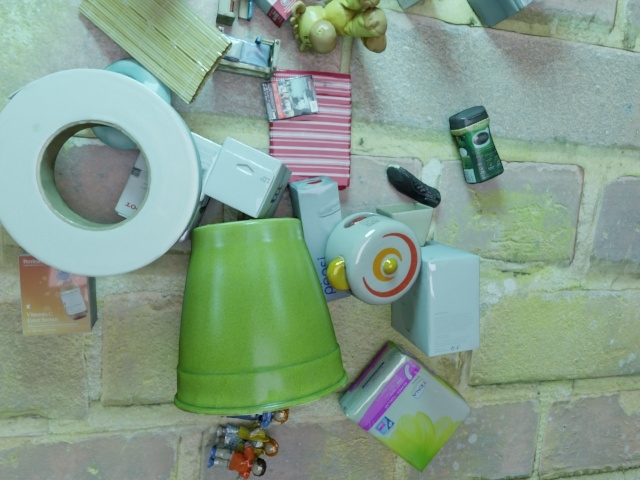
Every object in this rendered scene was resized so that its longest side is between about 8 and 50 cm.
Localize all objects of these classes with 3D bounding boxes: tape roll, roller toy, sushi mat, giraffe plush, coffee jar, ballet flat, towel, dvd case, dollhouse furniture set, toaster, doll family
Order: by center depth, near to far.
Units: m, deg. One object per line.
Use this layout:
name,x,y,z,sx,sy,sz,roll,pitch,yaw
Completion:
tape roll,-0.426,-0.126,0.956,0.391,0.072,0.393,-1,97,-6
sushi mat,-0.333,-0.429,0.993,0.316,0.019,0.151,41,101,5
dollhouse furniture set,-0.154,-0.453,1.051,0.129,0.129,0.184,5,97,-16
giraffe plush,0.026,-0.477,1.076,0.170,0.210,0.182,-26,129,-5
roller toy,0.117,0.039,1.097,0.209,0.146,0.191,25,91,-31
dvd case,-0.068,-0.324,1.131,0.119,0.013,0.087,-13,100,-9
toaster,0.467,-0.614,1.170,0.168,0.185,0.110,-40,102,-7
towel,-0.024,-0.256,1.172,0.198,0.031,0.275,-1,97,-13
doll family,-0.164,0.444,1.213,0.163,0.118,0.263,11,92,1
ballet flat,0.235,-0.141,1.261,0.173,0.057,0.049,33,49,-19
coffee jar,0.394,-0.243,1.264,0.096,0.079,0.185,-23,105,-7

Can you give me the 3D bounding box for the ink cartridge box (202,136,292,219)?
ink cartridge box,-0.150,-0.126,1.064,0.128,0.176,0.128,25,92,4

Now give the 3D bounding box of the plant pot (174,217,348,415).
plant pot,-0.140,0.136,1.064,0.365,0.366,0.354,-5,88,-15

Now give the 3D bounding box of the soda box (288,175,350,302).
soda box,0.000,0.000,1.170,0.097,0.091,0.287,-12,110,-13

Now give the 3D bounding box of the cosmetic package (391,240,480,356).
cosmetic package,0.273,0.130,1.215,0.138,0.224,0.225,-7,101,-14

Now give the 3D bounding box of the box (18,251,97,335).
box,-0.552,0.105,1.052,0.129,0.091,0.171,-2,100,-15

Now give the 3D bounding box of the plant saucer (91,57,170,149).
plant saucer,-0.402,-0.285,1.011,0.194,0.037,0.195,-1,86,12

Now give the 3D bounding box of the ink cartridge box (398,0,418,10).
ink cartridge box,0.217,-0.619,1.081,0.092,0.218,0.159,-37,106,-7

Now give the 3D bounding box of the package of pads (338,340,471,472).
package of pads,0.229,0.435,1.318,0.296,0.101,0.229,42,88,-18

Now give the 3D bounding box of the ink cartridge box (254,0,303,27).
ink cartridge box,-0.106,-0.578,1.074,0.175,0.072,0.127,41,87,-18

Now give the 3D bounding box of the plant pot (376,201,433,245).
plant pot,0.209,-0.036,1.233,0.108,0.109,0.097,-8,105,-14

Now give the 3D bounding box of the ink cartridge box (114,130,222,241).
ink cartridge box,-0.312,-0.128,1.065,0.160,0.092,0.220,25,92,-3
